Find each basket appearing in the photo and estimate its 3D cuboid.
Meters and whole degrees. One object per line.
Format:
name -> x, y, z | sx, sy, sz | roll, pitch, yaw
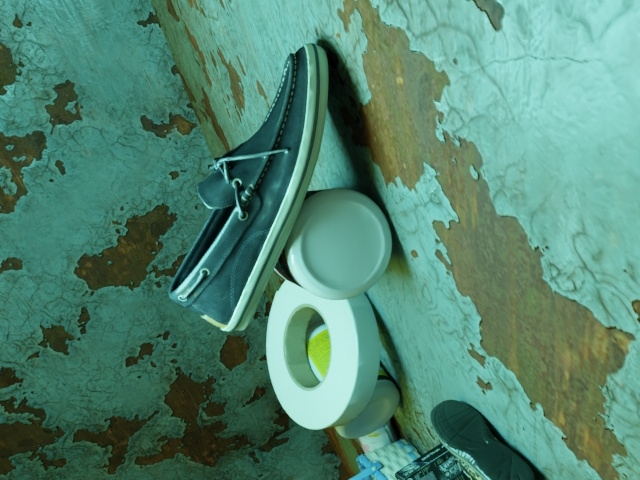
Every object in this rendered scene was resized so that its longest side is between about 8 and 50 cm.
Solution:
basket -> 0.168, 0.703, 1.534 | 0.201, 0.288, 0.255 | 22, 135, 55

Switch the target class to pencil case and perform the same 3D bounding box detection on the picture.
pencil case -> 0.196, 0.639, 1.699 | 0.124, 0.113, 0.273 | 4, 120, 61

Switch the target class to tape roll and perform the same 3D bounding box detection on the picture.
tape roll -> -0.008, 0.258, 1.395 | 0.391, 0.071, 0.393 | -7, 82, 53

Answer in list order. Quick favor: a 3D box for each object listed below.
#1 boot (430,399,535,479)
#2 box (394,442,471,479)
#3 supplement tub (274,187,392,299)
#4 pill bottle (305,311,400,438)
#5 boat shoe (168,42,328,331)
boot -> 0.284, 0.402, 0.983 | 0.236, 0.085, 0.179 | 39, 154, 59
box -> 0.262, 0.522, 1.157 | 0.180, 0.147, 0.077 | 60, 166, 9
supplement tub -> 0.000, 0.000, 1.066 | 0.191, 0.191, 0.272 | 66, 166, -10
pill bottle -> 0.050, 0.342, 1.527 | 0.334, 0.187, 0.188 | 51, 162, 44
boat shoe -> -0.118, -0.084, 0.931 | 0.187, 0.155, 0.501 | -113, 45, -67
